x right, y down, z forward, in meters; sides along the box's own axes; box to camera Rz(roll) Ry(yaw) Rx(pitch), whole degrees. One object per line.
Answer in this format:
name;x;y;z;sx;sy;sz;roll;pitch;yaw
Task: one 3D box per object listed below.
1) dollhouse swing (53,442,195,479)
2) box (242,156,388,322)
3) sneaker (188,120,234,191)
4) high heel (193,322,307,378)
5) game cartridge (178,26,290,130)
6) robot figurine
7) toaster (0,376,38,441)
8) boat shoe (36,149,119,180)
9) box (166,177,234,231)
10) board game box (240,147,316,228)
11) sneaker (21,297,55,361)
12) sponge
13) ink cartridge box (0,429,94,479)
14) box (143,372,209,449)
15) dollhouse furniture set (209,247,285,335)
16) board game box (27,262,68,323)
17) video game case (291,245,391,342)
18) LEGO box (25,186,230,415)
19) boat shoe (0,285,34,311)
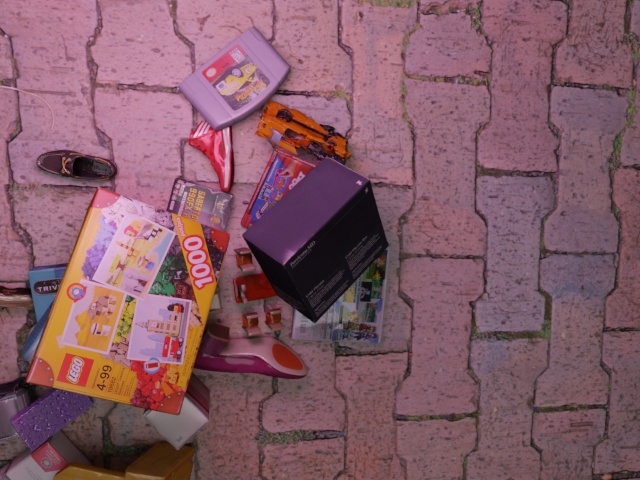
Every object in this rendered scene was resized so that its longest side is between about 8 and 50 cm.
dollhouse swing;-0.614;0.802;1.802;0.305;0.315;0.346;15;96;10
box;0.000;0.000;1.680;0.343;0.179;0.312;-45;144;-18
sneaker;-0.328;-0.254;1.767;0.128;0.087;0.221;-1;86;-1
high heel;-0.235;0.388;1.879;0.377;0.127;0.181;28;122;-17
game cartridge;-0.242;-0.466;1.723;0.294;0.060;0.196;-41;89;-5
robot figurine;-0.043;-0.307;1.756;0.291;0.211;0.085;27;124;-12
toaster;-0.936;0.503;1.740;0.227;0.129;0.146;-12;104;-12
boat shoe;-0.706;-0.219;1.700;0.228;0.069;0.081;5;97;-11
box;-0.383;-0.055;1.789;0.183;0.056;0.231;17;95;-11
board game box;-0.125;-0.132;1.772;0.145;0.027;0.281;21;123;-13
sneaker;-0.668;0.235;1.679;0.208;0.127;0.319;38;80;-28
sponge;-0.795;0.509;1.748;0.210;0.031;0.117;-38;120;-36
ink cartridge box;-0.866;0.747;1.791;0.283;0.117;0.207;-36;103;-4
box;-0.427;0.489;1.771;0.127;0.232;0.148;-42;103;-3
dollhouse furniture set;-0.246;0.154;1.828;0.259;0.135;0.261;-9;100;-20
board game box;-0.706;0.231;1.763;0.254;0.079;0.336;-8;100;-9
video game case;0.066;0.168;1.913;0.300;0.036;0.328;4;97;-10
LEGO box;-0.498;0.168;1.559;0.373;0.193;0.500;20;71;-22
boat shoe;-0.938;0.176;1.724;0.190;0.068;0.072;9;109;-11
